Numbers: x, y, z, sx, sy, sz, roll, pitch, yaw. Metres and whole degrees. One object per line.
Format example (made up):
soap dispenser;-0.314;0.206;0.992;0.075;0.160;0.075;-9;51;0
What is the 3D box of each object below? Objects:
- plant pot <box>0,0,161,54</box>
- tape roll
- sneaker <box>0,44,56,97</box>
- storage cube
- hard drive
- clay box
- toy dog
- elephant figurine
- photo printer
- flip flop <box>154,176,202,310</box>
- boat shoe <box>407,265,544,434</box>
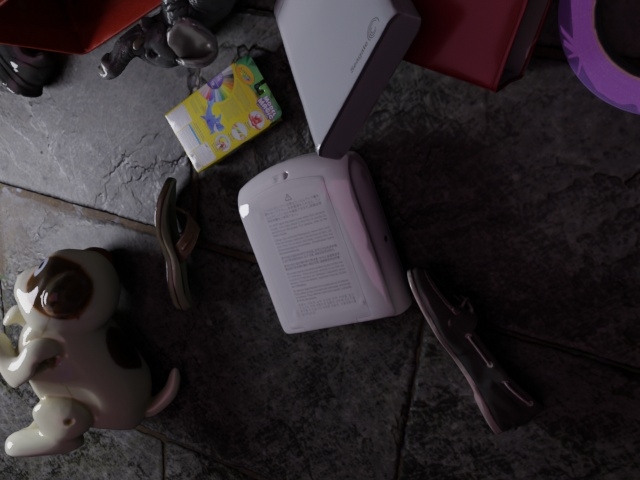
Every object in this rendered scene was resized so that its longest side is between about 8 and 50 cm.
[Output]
plant pot;-0.463;-0.501;1.210;0.267;0.267;0.235;-19;86;31
tape roll;0.457;-0.304;0.902;0.275;0.090;0.274;9;112;23
sneaker;-0.645;-0.432;1.414;0.130;0.109;0.286;-40;97;26
storage cube;0.207;-0.337;0.960;0.193;0.184;0.215;24;118;19
hard drive;0.019;-0.320;0.990;0.233;0.047;0.353;-58;36;41
clay box;-0.168;-0.231;1.265;0.222;0.053;0.127;-27;95;31
toy dog;-0.522;0.219;1.487;0.395;0.284;0.408;0;109;13
elephant figurine;-0.243;-0.365;1.185;0.186;0.169;0.239;29;122;11
photo printer;0.000;0.000;1.235;0.256;0.107;0.307;-15;101;30
flip flop;-0.274;0.007;1.388;0.080;0.112;0.277;-6;105;1
boat shoe;0.263;0.171;1.176;0.095;0.112;0.335;-29;100;14
